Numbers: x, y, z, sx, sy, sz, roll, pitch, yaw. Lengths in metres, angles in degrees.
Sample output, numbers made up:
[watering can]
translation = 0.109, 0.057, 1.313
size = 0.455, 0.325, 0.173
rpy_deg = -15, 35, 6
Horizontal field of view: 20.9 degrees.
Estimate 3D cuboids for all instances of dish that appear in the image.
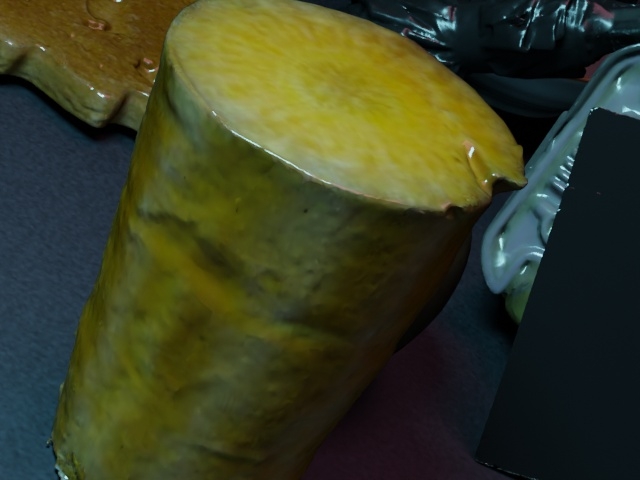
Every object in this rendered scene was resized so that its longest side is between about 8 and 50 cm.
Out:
[dish]
translation = 0.173, -0.178, 1.574
size = 0.260, 0.085, 0.260
rpy_deg = 18, 30, -11

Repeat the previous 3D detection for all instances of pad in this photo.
[pad]
translation = 0.212, 0.052, 1.118
size = 0.163, 0.243, 0.004
rpy_deg = 19, 2, -6

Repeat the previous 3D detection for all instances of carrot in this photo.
[carrot]
translation = -0.030, 0.023, 0.921
size = 0.196, 0.254, 0.196
rpy_deg = 20, 28, -11

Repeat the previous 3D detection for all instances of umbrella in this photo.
[umbrella]
translation = 0.155, -0.162, 1.367
size = 0.340, 0.118, 0.118
rpy_deg = 0, 18, 27

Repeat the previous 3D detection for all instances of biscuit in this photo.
[biscuit]
translation = -0.167, -0.153, 1.271
size = 0.306, 0.043, 0.284
rpy_deg = 15, 34, -22

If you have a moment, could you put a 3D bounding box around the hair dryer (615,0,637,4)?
[hair dryer]
translation = 0.178, -0.335, 1.440
size = 0.116, 0.302, 0.244
rpy_deg = -21, 52, -42

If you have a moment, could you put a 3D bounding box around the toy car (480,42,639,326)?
[toy car]
translation = 0.303, 0.030, 1.246
size = 0.336, 0.242, 0.226
rpy_deg = 36, 9, 11

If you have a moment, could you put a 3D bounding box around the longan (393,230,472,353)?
[longan]
translation = 0.000, 0.000, 1.080
size = 0.187, 0.167, 0.167
rpy_deg = 7, 34, -6
